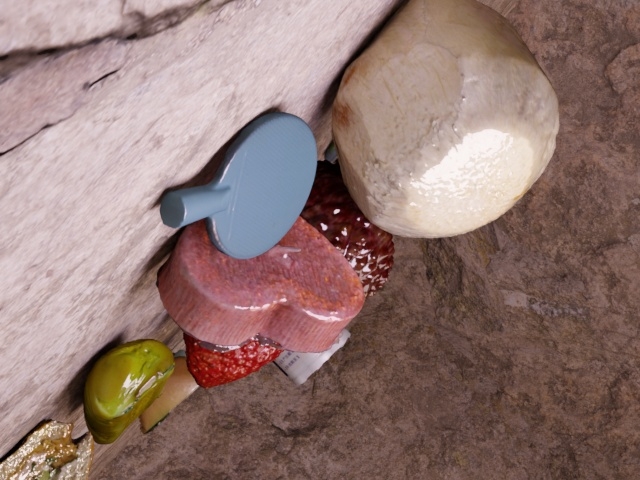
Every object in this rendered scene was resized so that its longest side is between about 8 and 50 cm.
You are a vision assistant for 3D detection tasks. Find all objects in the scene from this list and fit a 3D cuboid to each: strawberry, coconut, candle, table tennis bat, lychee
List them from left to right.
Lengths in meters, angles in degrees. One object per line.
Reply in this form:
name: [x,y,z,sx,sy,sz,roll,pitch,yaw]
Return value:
strawberry: [-0.180,0.182,1.716,0.276,0.257,0.257,-57,176,2]
table tennis bat: [-0.099,-0.067,1.121,0.329,0.044,0.215,-21,131,-58]
candle: [-0.087,0.032,1.295,0.131,0.317,0.287,-56,-147,36]
lychee: [0.000,0.000,1.584,0.330,0.306,0.306,-29,173,-9]
coconut: [0.188,-0.208,1.390,0.416,0.345,0.415,-24,-136,25]

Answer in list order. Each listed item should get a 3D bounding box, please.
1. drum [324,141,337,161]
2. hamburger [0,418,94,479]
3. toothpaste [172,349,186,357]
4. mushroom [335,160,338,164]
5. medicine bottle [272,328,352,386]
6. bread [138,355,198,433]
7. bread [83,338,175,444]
drum: [0.053,-0.225,1.782,0.130,0.049,0.253,-44,179,-45]
hamburger: [-0.500,0.438,1.399,0.283,0.144,0.156,-48,178,-42]
toothpaste: [-0.445,0.363,2.146,0.074,0.048,0.297,-51,172,34]
mushroom: [0.138,-0.221,2.197,0.151,0.156,0.285,-61,-173,8]
medicine bottle: [-0.103,0.180,2.041,0.190,0.332,0.190,-44,177,-2]
bread: [-0.375,0.342,2.029,0.252,0.133,0.174,-41,-179,-12]
bread: [-0.365,0.272,1.507,0.166,0.112,0.383,-45,176,-26]
